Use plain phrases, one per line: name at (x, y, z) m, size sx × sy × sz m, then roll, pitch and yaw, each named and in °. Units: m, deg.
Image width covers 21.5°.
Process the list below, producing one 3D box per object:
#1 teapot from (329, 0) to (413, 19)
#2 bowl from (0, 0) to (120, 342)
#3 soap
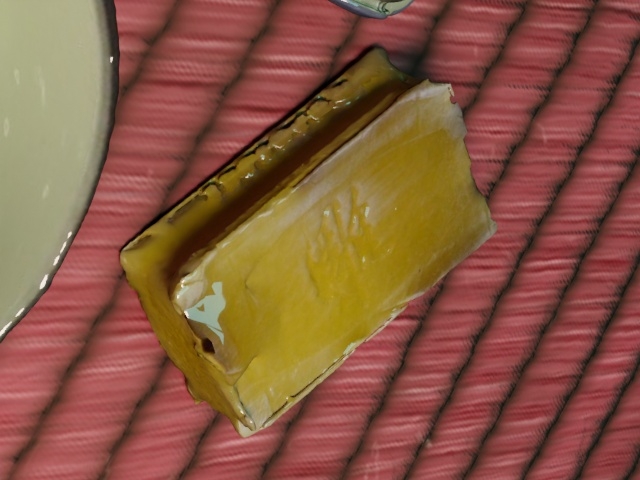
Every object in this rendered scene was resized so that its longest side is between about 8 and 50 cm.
teapot at (0.030, -0.190, 1.011) m, size 0.111 × 0.149 × 0.108 m, roll 28°, pitch 104°, yaw -6°
bowl at (-0.279, -0.077, 0.680) m, size 0.354 × 0.185 × 0.353 m, roll -19°, pitch 131°, yaw -23°
soap at (-0.001, -0.001, 1.051) m, size 0.233 × 0.076 × 0.135 m, roll -41°, pitch 129°, yaw -24°
